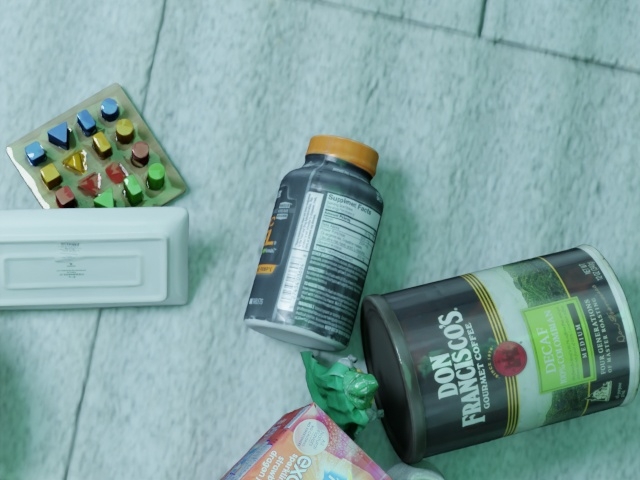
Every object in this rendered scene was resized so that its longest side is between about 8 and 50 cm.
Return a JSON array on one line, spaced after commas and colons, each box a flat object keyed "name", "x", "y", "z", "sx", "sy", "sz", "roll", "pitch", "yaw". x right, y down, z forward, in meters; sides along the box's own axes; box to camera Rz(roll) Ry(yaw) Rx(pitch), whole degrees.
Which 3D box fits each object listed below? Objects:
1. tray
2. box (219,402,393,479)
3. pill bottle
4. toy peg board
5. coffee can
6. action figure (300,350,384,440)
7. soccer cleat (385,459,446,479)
[{"name": "tray", "x": -0.289, "y": 0.029, "z": 1.705, "sx": 0.270, "sy": 0.030, "sz": 0.145, "roll": -1, "pitch": 124, "yaw": -8}, {"name": "box", "x": -0.028, "y": 0.286, "z": 1.607, "sx": 0.142, "sy": 0.300, "sz": 0.154, "roll": 45, "pitch": 77, "yaw": 1}, {"name": "pill bottle", "x": 0.000, "y": 0.000, "z": 1.746, "sx": 0.131, "sy": 0.130, "sz": 0.245, "roll": 16, "pitch": 79, "yaw": -5}, {"name": "toy peg board", "x": -0.268, "y": -0.091, "z": 1.749, "sx": 0.161, "sy": 0.079, "sz": 0.160, "roll": -33, "pitch": 87, "yaw": -12}, {"name": "coffee can", "x": 0.206, "y": 0.131, "z": 1.717, "sx": 0.275, "sy": 0.201, "sz": 0.201, "roll": -14, "pitch": 83, "yaw": -10}, {"name": "action figure", "x": 0.030, "y": 0.176, "z": 1.668, "sx": 0.064, "sy": 0.232, "sz": 0.137, "roll": -25, "pitch": 86, "yaw": -12}, {"name": "soccer cleat", "x": 0.091, "y": 0.417, "z": 1.682, "sx": 0.116, "sy": 0.143, "sz": 0.331, "roll": 7, "pitch": 80, "yaw": -7}]
